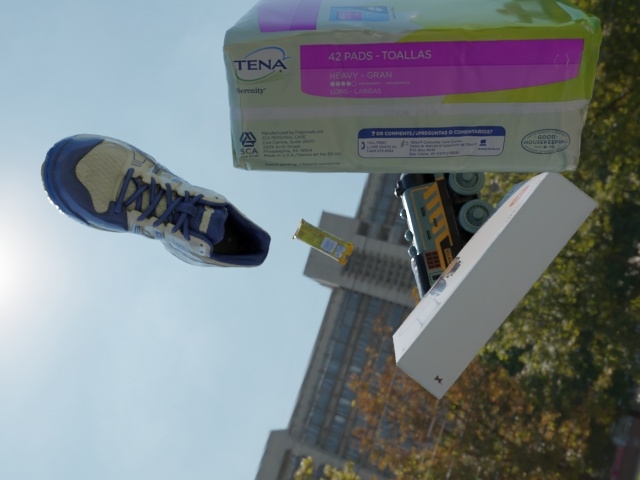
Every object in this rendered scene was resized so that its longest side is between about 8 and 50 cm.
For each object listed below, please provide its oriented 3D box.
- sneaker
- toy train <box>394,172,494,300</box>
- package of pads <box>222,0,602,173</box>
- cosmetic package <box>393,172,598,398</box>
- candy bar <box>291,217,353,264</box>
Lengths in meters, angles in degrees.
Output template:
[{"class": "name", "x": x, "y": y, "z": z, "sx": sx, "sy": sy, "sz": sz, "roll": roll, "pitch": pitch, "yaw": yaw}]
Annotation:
[{"class": "sneaker", "x": -0.175, "y": -0.043, "z": 0.781, "sx": 0.296, "sy": 0.131, "sz": 0.112, "roll": 26, "pitch": -104, "yaw": -51}, {"class": "toy train", "x": 0.274, "y": -0.021, "z": 1.404, "sx": 0.142, "sy": 0.190, "sz": 0.334, "roll": 67, "pitch": -169, "yaw": -71}, {"class": "package of pads", "x": 0.064, "y": -0.144, "z": 0.510, "sx": 0.296, "sy": 0.229, "sz": 0.101, "roll": -85, "pitch": -6, "yaw": -62}, {"class": "cosmetic package", "x": 0.273, "y": 0.066, "z": 1.118, "sx": 0.377, "sy": 0.097, "sz": 0.284, "roll": -52, "pitch": -2, "yaw": 3}, {"class": "candy bar", "x": 0.000, "y": 0.000, "z": 1.071, "sx": 0.018, "sy": 0.161, "sz": 0.040, "roll": 30, "pitch": -92, "yaw": -37}]
